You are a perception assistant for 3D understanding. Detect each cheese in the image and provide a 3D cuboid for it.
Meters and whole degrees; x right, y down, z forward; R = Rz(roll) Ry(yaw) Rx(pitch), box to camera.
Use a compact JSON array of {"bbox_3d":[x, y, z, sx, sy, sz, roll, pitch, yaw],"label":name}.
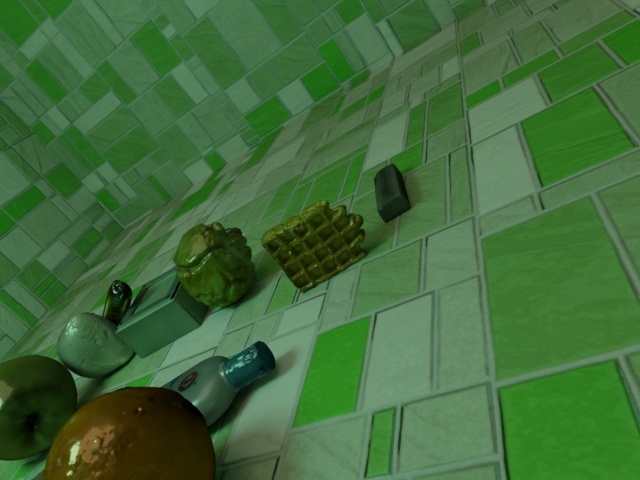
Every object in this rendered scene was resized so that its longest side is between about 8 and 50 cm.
[{"bbox_3d":[-0.668,0.312,1.466,0.189,0.198,0.154,-29,26,43],"label":"cheese"}]

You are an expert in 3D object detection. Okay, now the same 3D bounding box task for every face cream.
[{"bbox_3d":[-0.236,0.301,0.969,0.336,0.080,0.163,-33,22,13],"label":"face cream"}]

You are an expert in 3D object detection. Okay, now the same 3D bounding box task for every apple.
[{"bbox_3d":[-0.778,0.431,1.318,0.262,0.262,0.262,-32,23,15],"label":"apple"}]

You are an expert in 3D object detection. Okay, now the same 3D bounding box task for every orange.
[{"bbox_3d":[-0.272,0.338,0.738,0.246,0.246,0.246,-32,23,15],"label":"orange"}]

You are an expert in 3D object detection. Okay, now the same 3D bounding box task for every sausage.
[{"bbox_3d":[-0.613,0.216,1.513,0.371,0.082,0.082,-52,5,48],"label":"sausage"}]

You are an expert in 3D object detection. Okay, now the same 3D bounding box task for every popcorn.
[{"bbox_3d":[-0.277,0.065,1.305,0.204,0.221,0.183,-26,1,28],"label":"popcorn"}]

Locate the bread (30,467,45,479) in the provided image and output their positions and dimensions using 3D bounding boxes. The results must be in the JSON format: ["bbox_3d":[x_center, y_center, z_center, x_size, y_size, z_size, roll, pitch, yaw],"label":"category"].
[{"bbox_3d":[-0.485,0.495,0.949,0.183,0.102,0.337,3,43,52],"label":"bread"}]

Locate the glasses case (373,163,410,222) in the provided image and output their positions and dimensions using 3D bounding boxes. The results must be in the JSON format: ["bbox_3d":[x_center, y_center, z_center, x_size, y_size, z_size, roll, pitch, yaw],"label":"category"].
[{"bbox_3d":[0.168,-0.121,1.220,0.070,0.047,0.205,-31,24,19],"label":"glasses case"}]

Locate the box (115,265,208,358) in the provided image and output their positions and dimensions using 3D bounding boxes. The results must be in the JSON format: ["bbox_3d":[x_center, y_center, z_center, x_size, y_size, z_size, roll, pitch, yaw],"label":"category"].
[{"bbox_3d":[-0.435,0.182,1.447,0.225,0.117,0.225,-30,24,19],"label":"box"}]

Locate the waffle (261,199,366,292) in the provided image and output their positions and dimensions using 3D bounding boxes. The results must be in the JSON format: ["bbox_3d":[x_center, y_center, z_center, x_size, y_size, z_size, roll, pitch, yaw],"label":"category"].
[{"bbox_3d":[0.000,0.000,1.089,0.211,0.160,0.055,-32,23,17],"label":"waffle"}]
